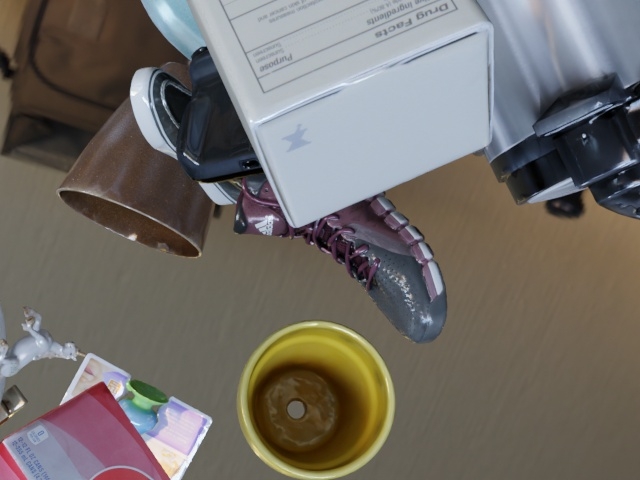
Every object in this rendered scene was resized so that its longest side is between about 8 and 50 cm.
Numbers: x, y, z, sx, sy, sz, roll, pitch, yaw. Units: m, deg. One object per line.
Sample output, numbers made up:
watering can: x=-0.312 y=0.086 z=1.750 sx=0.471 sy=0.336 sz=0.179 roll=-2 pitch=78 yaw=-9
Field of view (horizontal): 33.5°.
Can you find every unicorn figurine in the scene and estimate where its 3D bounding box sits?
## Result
unicorn figurine: x=-0.422 y=0.155 z=1.549 sx=0.162 sy=0.111 sz=0.060 roll=-24 pitch=-136 yaw=-12

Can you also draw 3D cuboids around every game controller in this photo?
game controller: x=-0.007 y=-0.142 z=0.934 sx=0.319 sy=0.166 sz=0.067 roll=-8 pitch=160 yaw=42

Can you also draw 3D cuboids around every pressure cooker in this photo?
pressure cooker: x=0.331 y=-0.222 z=1.233 sx=0.370 sy=0.420 sz=0.375 roll=-23 pitch=176 yaw=-13

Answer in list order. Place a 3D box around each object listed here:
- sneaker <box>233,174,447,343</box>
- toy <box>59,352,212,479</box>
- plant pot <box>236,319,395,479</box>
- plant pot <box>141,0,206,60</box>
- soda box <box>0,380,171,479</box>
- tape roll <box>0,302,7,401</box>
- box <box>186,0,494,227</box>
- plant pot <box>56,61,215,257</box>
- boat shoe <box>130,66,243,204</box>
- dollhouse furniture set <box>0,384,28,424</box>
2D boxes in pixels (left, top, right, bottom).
sneaker: x=0.000 y=0.000 z=1.072 sx=0.162 sy=0.106 sz=0.281 roll=-13 pitch=-123 yaw=-27
toy: x=-0.218 y=0.242 z=1.004 sx=0.137 sy=0.237 sz=0.056 roll=29 pitch=-179 yaw=-2
plant pot: x=-0.023 y=0.278 z=1.791 sx=0.254 sy=0.254 sz=0.239 roll=21 pitch=163 yaw=-5
plant pot: x=-0.034 y=-0.327 z=1.178 sx=0.293 sy=0.196 sz=0.293 roll=17 pitch=-132 yaw=-20
soda box: x=-0.125 y=0.236 z=0.734 sx=0.092 sy=0.083 sz=0.263 roll=-31 pitch=-99 yaw=-43
tape roll: x=-0.615 y=0.164 z=1.603 sx=0.072 sy=0.392 sz=0.392 roll=-7 pitch=-176 yaw=18
box: x=-0.020 y=-0.180 z=0.676 sx=0.121 sy=0.148 sz=0.311 roll=72 pitch=175 yaw=-61
plant pot: x=-0.221 y=-0.124 z=1.486 sx=0.215 sy=0.230 sz=0.215 roll=21 pitch=167 yaw=5
boat shoe: x=-0.116 y=-0.111 z=1.108 sx=0.070 sy=0.077 sz=0.219 roll=-4 pitch=152 yaw=26
dollhouse furniture set: x=-0.620 y=0.354 z=1.818 sx=0.259 sy=0.135 sz=0.262 roll=54 pitch=-155 yaw=-1
